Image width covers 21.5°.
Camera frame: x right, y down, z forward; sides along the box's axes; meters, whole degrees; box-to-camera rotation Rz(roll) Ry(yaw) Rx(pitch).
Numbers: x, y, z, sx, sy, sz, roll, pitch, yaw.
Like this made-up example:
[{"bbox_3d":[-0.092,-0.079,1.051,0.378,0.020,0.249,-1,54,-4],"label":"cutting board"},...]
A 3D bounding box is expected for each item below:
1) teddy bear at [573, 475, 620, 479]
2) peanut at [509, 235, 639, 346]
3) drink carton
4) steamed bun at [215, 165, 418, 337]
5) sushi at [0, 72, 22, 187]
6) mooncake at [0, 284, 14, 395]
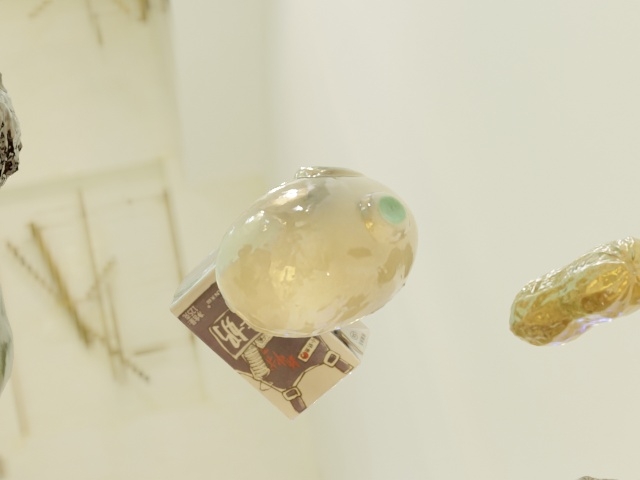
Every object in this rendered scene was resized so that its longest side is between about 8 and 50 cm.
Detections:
[{"bbox_3d":[0.274,0.356,1.811,0.267,0.236,0.151,124,-42,-55],"label":"teddy bear"},{"bbox_3d":[0.308,0.066,1.981,0.214,0.098,0.090,-33,-80,41],"label":"peanut"},{"bbox_3d":[-0.061,0.100,2.127,0.222,0.134,0.102,43,23,-12],"label":"drink carton"},{"bbox_3d":[0.000,0.000,1.759,0.177,0.228,0.131,39,-40,40],"label":"steamed bun"},{"bbox_3d":[-0.416,-0.127,1.391,0.207,0.348,0.234,76,32,-79],"label":"sushi"},{"bbox_3d":[-0.472,0.116,1.593,0.187,0.351,0.351,-82,163,-79],"label":"mooncake"}]
